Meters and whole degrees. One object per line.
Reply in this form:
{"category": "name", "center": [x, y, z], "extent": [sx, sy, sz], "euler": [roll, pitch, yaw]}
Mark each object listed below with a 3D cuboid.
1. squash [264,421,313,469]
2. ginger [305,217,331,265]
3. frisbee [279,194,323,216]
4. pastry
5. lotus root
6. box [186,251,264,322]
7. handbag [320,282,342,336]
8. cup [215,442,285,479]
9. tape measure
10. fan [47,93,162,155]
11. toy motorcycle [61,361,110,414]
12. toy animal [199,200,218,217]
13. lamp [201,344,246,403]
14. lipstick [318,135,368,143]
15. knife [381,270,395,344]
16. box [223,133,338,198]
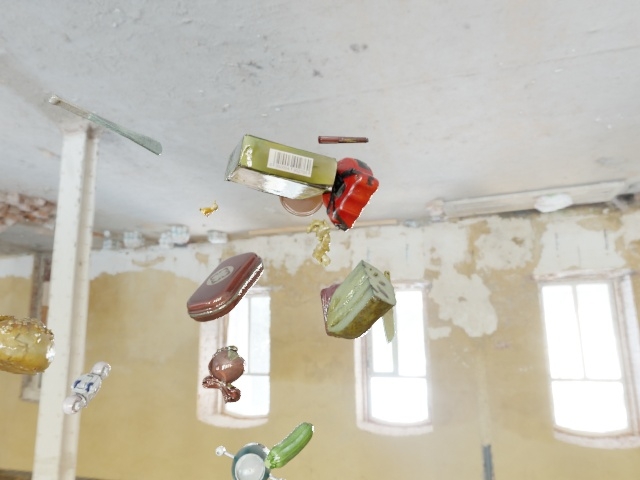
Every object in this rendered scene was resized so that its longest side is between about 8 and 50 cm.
{"category": "squash", "center": [-0.103, 0.701, 1.535], "extent": [0.068, 0.077, 0.219], "euler": [19, -151, 37]}
{"category": "ginger", "center": [0.000, 0.000, 1.959], "extent": [0.053, 0.193, 0.176], "euler": [-23, 154, -50]}
{"category": "frisbee", "center": [-0.097, -0.251, 2.386], "extent": [0.251, 0.250, 0.021], "euler": [-2, -171, 9]}
{"category": "pastry", "center": [-1.139, 0.380, 1.677], "extent": [0.316, 0.184, 0.284], "euler": [-11, 140, 29]}
{"category": "lotus root", "center": [0.144, 0.251, 1.629], "extent": [0.149, 0.260, 0.267], "euler": [30, -162, -15]}
{"category": "box", "center": [-0.407, 0.192, 1.946], "extent": [0.263, 0.108, 0.403], "euler": [-15, -155, 30]}
{"category": "handbag", "center": [0.089, 0.289, 1.870], "extent": [0.136, 0.224, 0.147], "euler": [-17, 170, 36]}
{"category": "cup", "center": [-0.264, 0.866, 1.714], "extent": [0.300, 0.167, 0.173], "euler": [25, 159, 4]}
{"category": "tape measure", "center": [0.103, -0.201, 1.793], "extent": [0.114, 0.260, 0.253], "euler": [19, 118, -32]}
{"category": "fan", "center": [-0.518, -0.285, 1.109], "extent": [0.023, 0.057, 0.282], "euler": [-37, 141, 25]}
{"category": "toy motorcycle", "center": [-0.958, 0.613, 1.855], "extent": [0.113, 0.112, 0.254], "euler": [-4, -151, 17]}
{"category": "toy animal", "center": [-0.518, -0.153, 2.107], "extent": [0.081, 0.083, 0.060], "euler": [46, 179, -39]}
{"category": "lamp", "center": [-0.409, 0.591, 2.022], "extent": [0.215, 0.223, 0.151], "euler": [23, 174, 19]}
{"category": "lipstick", "center": [0.077, -0.329, 1.471], "extent": [0.177, 0.027, 0.027], "euler": [-6, 172, -23]}
{"category": "knife", "center": [0.298, 0.299, 2.027], "extent": [0.061, 0.342, 0.027], "euler": [5, 157, -16]}
{"category": "box", "center": [-0.177, -0.283, 1.846], "extent": [0.374, 0.138, 0.420], "euler": [12, 176, -19]}
